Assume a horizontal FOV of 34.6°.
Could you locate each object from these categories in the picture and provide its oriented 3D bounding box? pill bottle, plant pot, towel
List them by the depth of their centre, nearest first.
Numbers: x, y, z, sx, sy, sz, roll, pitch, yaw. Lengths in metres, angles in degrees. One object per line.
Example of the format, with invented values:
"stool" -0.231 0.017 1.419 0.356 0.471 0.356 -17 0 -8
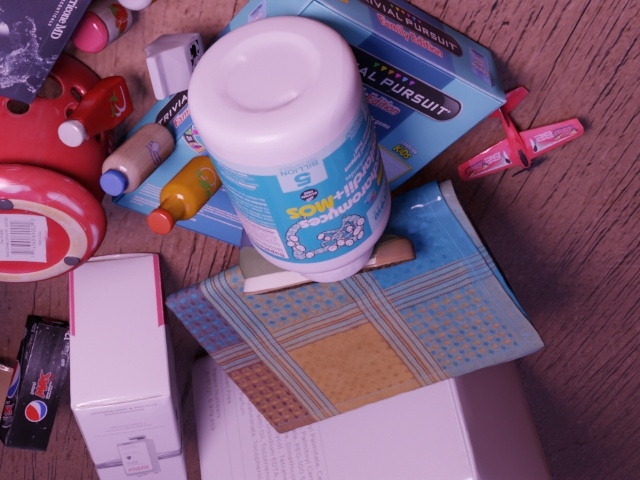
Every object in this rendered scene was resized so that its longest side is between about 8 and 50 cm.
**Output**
"pill bottle" -0.016 -0.066 0.943 0.146 0.146 0.264 -14 146 6
"plant pot" -0.297 -0.066 0.994 0.191 0.174 0.191 -5 144 -3
"towel" 0.042 0.090 1.214 0.370 0.040 0.271 -22 124 20

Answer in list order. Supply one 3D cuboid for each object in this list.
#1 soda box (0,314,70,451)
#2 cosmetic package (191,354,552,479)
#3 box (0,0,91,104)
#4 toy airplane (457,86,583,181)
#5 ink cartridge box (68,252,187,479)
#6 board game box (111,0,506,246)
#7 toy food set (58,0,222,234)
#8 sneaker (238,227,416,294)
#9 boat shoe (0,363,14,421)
"soda box" -0.372 0.187 1.350 0.060 0.169 0.053 15 -179 -32
"cosmetic package" 0.075 0.295 1.464 0.394 0.327 0.329 -26 142 21
"box" -0.287 -0.213 0.854 0.158 0.093 0.156 14 139 -32
"toy airplane" 0.215 -0.120 1.165 0.151 0.028 0.151 -7 145 -5
"ink cartridge box" -0.245 0.180 1.326 0.117 0.207 0.283 -7 146 -7
"board game box" -0.020 -0.118 1.066 0.254 0.079 0.336 20 135 -36
"toy food set" -0.171 -0.126 0.926 0.111 0.104 0.232 3 122 21
"sneaker" 0.000 0.000 1.091 0.192 0.086 0.064 -13 174 14
"boat shoe" -0.541 0.187 1.341 0.341 0.121 0.110 6 143 -19
